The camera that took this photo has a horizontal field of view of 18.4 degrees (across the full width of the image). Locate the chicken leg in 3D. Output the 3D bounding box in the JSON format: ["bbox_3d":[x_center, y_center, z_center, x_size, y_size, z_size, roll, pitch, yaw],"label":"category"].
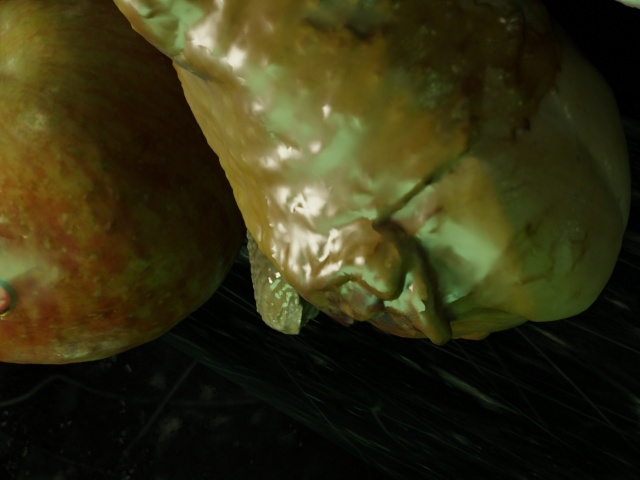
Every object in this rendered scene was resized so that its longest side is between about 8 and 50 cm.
[{"bbox_3d":[-0.034,-0.118,0.958,0.409,0.182,0.295,41,-178,-24],"label":"chicken leg"}]

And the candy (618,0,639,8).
[{"bbox_3d":[0.114,-0.128,0.766,0.103,0.043,0.103,26,171,4],"label":"candy"}]

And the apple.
[{"bbox_3d":[-0.195,-0.062,1.298,0.309,0.277,0.250,-1,160,-7],"label":"apple"}]

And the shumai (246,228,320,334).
[{"bbox_3d":[0.001,0.003,1.557,0.116,0.146,0.145,-8,172,-7],"label":"shumai"}]
